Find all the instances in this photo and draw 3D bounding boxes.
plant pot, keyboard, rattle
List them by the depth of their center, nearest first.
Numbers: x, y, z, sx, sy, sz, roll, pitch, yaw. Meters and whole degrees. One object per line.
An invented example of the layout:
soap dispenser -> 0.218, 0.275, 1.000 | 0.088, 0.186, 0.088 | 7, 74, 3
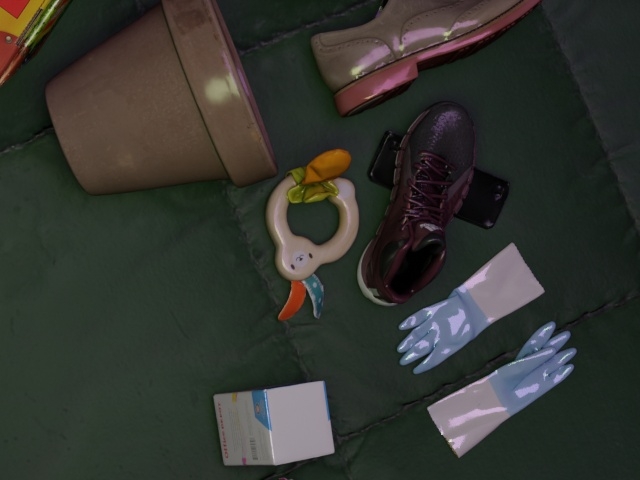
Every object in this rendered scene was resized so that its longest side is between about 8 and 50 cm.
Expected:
plant pot -> -0.199, -0.161, 1.704 | 0.229, 0.263, 0.263 | -20, 91, 0
rattle -> 0.000, 0.000, 1.790 | 0.130, 0.143, 0.199 | 24, 72, -31
keyboard -> 0.163, -0.093, 1.902 | 0.192, 0.038, 0.100 | 23, 103, -14

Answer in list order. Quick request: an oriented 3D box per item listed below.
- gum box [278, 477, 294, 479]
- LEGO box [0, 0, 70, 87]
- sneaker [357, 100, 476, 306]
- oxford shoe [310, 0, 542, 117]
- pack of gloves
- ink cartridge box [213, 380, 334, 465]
gum box -> -0.050, 0.400, 1.775 | 0.107, 0.062, 0.188 | 37, 77, -10
LEGO box -> -0.449, -0.478, 1.596 | 0.500, 0.193, 0.372 | 36, 107, -10
sneaker -> 0.143, -0.040, 1.795 | 0.106, 0.162, 0.281 | 19, 91, -11
oxford shoe -> 0.150, -0.293, 1.865 | 0.348, 0.123, 0.130 | -29, 88, -17
pack of gloves -> 0.227, 0.144, 1.885 | 0.232, 0.046, 0.195 | -34, 96, -16
ink cartridge box -> -0.063, 0.226, 1.754 | 0.090, 0.143, 0.092 | -6, 87, -34
